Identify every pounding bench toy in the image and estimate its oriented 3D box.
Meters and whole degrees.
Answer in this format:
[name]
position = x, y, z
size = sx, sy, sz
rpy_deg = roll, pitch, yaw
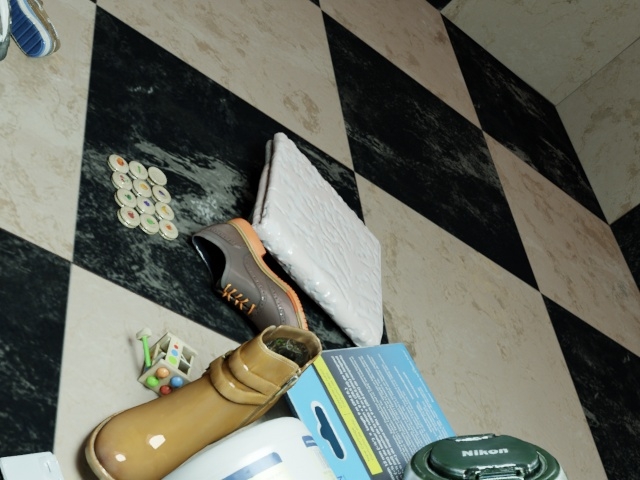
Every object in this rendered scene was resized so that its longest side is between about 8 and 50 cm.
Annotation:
[pounding bench toy]
position = -0.215, 0.162, 1.332
size = 0.083, 0.052, 0.065
rpy_deg = 38, 30, -20

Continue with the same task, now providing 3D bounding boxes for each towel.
[towel]
position = 0.000, 0.000, 1.795
size = 0.332, 0.053, 0.317
rpy_deg = 47, 25, -26

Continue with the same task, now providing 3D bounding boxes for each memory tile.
[memory tile]
position = -0.278, -0.069, 1.570
size = 0.113, 0.012, 0.148
rpy_deg = 21, 38, -42

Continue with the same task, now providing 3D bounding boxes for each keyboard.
[keyboard]
position = -0.275, 0.344, 1.068
size = 0.072, 0.014, 0.256
rpy_deg = 1, 54, -49

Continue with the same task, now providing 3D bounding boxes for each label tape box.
[label tape box]
position = 0.058, 0.294, 1.506
size = 0.347, 0.115, 0.249
rpy_deg = 0, 54, -52

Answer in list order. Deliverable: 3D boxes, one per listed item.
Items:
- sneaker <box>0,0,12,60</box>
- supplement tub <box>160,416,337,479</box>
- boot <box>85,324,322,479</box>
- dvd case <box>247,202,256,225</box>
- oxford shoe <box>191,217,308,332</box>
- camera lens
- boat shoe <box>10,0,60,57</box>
[sneaker]
position = -0.542, -0.383, 1.512
size = 0.108, 0.100, 0.272
rpy_deg = -19, 74, -31
[supplement tub]
position = -0.044, 0.388, 1.103
size = 0.235, 0.235, 0.325
rpy_deg = -5, 59, -57
[boot]
position = -0.133, 0.199, 1.224
size = 0.283, 0.220, 0.109
rpy_deg = -1, 56, -56
[dvd case]
position = -0.080, -0.008, 1.781
size = 0.119, 0.013, 0.087
rpy_deg = 40, 29, -15
[oxford shoe]
position = -0.112, 0.088, 1.556
size = 0.098, 0.097, 0.271
rpy_deg = -12, 57, -40
[camera lens]
position = 0.223, 0.416, 1.362
size = 0.219, 0.219, 0.275
rpy_deg = -21, 112, -61
[boat shoe]
position = -0.483, -0.373, 1.605
size = 0.183, 0.066, 0.066
rpy_deg = 61, 23, 0
